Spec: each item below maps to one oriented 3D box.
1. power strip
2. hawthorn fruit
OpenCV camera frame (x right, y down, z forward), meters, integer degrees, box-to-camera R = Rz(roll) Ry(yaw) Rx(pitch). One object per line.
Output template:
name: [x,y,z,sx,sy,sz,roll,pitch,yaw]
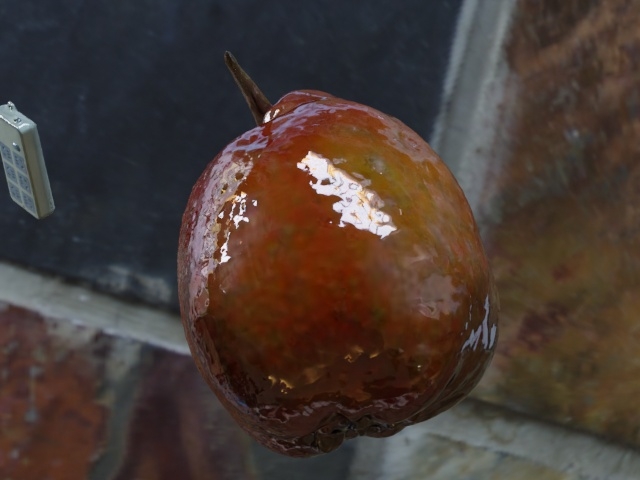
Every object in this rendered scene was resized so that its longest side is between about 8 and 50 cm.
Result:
power strip: [-0.215,-0.057,1.073,0.016,0.090,0.040,-32,47,-30]
hawthorn fruit: [0.000,0.000,0.946,0.210,0.210,0.262,-19,77,11]
